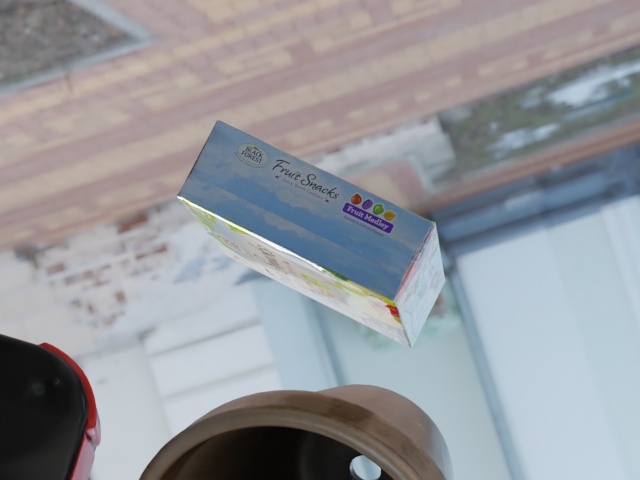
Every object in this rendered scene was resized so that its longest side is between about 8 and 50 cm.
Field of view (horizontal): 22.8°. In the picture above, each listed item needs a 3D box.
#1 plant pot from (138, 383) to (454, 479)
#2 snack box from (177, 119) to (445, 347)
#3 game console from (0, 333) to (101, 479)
[{"bbox_3d":[0.007,0.215,1.241,0.263,0.263,0.229,-19,-171,22],"label":"plant pot"},{"bbox_3d":[0.000,0.000,1.184,0.174,0.070,0.207,26,170,11],"label":"snack box"},{"bbox_3d":[-0.375,0.186,1.127,0.386,0.342,0.060,16,149,-2],"label":"game console"}]
